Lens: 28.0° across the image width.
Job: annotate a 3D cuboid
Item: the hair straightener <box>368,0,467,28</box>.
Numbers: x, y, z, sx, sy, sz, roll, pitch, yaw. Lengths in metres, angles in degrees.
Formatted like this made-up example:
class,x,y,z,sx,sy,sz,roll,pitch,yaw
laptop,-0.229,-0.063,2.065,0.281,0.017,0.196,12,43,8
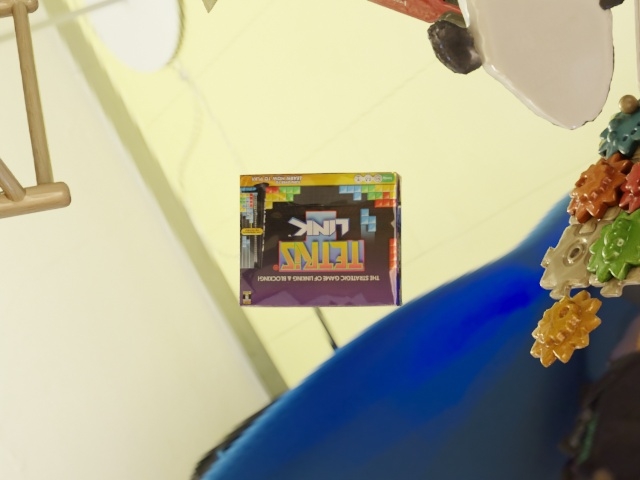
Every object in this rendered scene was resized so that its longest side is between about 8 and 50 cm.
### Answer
class,x,y,z,sx,sy,sz,roll,pitch,yaw
hair straightener,0.155,-0.258,1.346,0.230,0.089,0.047,23,139,33

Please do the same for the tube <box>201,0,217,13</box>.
class,x,y,z,sx,sy,sz,roll,pitch,yaw
tube,-0.112,-0.373,1.611,0.070,0.240,0.062,31,130,2

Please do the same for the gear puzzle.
class,x,y,z,sx,sy,sz,roll,pitch,yaw
gear puzzle,0.288,-0.022,1.315,0.044,0.339,0.175,36,161,-22

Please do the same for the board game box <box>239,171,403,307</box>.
class,x,y,z,sx,sy,sz,roll,pitch,yaw
board game box,0.000,0.000,1.352,0.170,0.048,0.141,-1,86,11

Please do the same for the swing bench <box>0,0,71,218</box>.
class,x,y,z,sx,sy,sz,roll,pitch,yaw
swing bench,-0.338,-0.109,0.914,0.165,0.254,0.253,63,-174,-46

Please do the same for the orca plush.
class,x,y,z,sx,sy,sz,roll,pitch,yaw
orca plush,0.118,-0.210,0.928,0.287,0.102,0.151,38,108,-27

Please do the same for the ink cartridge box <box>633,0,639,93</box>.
class,x,y,z,sx,sy,sz,roll,pitch,yaw
ink cartridge box,0.407,-0.220,1.057,0.278,0.117,0.201,-2,90,24
